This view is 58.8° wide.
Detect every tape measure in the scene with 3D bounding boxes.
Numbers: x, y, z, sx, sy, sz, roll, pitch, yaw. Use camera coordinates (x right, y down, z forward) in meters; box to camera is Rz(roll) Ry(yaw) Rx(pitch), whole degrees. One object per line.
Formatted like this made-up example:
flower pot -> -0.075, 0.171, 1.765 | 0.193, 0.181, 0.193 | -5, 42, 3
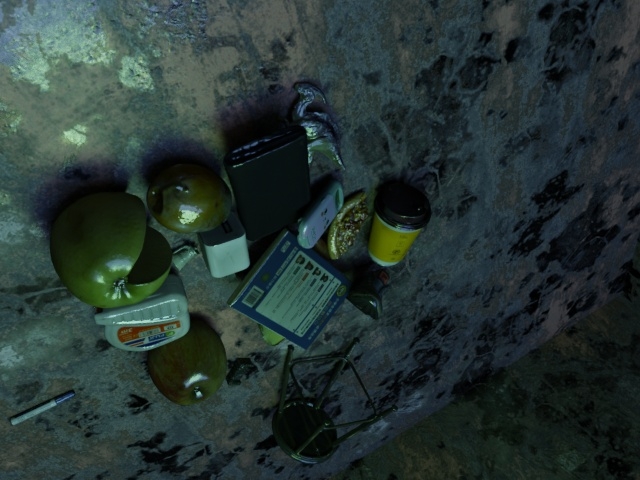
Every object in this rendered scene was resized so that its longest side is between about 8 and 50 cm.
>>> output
tape measure -> -0.527, 0.214, 1.690 | 0.258, 0.130, 0.265 | -14, 141, -19

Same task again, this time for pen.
pen -> -0.891, 0.535, 1.825 | 0.204, 0.025, 0.025 | -25, 139, -14

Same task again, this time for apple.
apple -> -0.517, 0.027, 1.417 | 0.291, 0.254, 0.292 | -15, 136, -15
apple -> -0.431, 0.400, 1.852 | 0.256, 0.234, 0.257 | -16, 135, -17

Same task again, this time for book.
book -> -0.080, 0.173, 1.878 | 0.300, 0.039, 0.428 | -52, 136, -4

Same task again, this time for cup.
cup -> 0.255, -0.048, 1.940 | 0.196, 0.196, 0.280 | -14, 144, -23

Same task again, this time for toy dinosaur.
toy dinosaur -> -0.028, -0.294, 1.578 | 0.162, 0.077, 0.294 | -27, 138, 1

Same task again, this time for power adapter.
power adapter -> -0.283, 0.036, 1.681 | 0.125, 0.130, 0.205 | -20, 138, -18

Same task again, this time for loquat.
loquat -> -0.334, -0.108, 1.470 | 0.227, 0.179, 0.179 | -4, 132, -49

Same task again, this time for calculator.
calculator -> 0.002, -0.085, 1.751 | 0.246, 0.045, 0.141 | -54, 157, -25

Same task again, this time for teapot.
teapot -> -0.400, 0.041, 1.666 | 0.083, 0.057, 0.067 | -34, 144, -13

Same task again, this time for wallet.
wallet -> -0.133, -0.146, 1.583 | 0.228, 0.062, 0.406 | -26, 156, -12

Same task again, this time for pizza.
pizza -> 0.089, -0.050, 1.875 | 0.127, 0.058, 0.246 | 32, 95, -41

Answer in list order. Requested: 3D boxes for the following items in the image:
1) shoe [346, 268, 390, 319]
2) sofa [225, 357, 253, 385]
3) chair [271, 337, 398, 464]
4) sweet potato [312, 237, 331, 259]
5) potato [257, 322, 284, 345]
shoe -> 0.195, 0.181, 2.068 | 0.171, 0.132, 0.336 | -50, -179, -6
sofa -> -0.312, 0.505, 2.181 | 0.060, 0.039, 0.118 | 11, 122, -41
chair -> 0.011, 0.688, 2.349 | 0.361, 0.365, 0.410 | 1, 132, -35
sweet potato -> -0.008, 0.006, 1.899 | 0.078, 0.058, 0.255 | -47, 139, -12
potato -> -0.125, 0.224, 1.975 | 0.271, 0.111, 0.160 | -44, 134, -11
